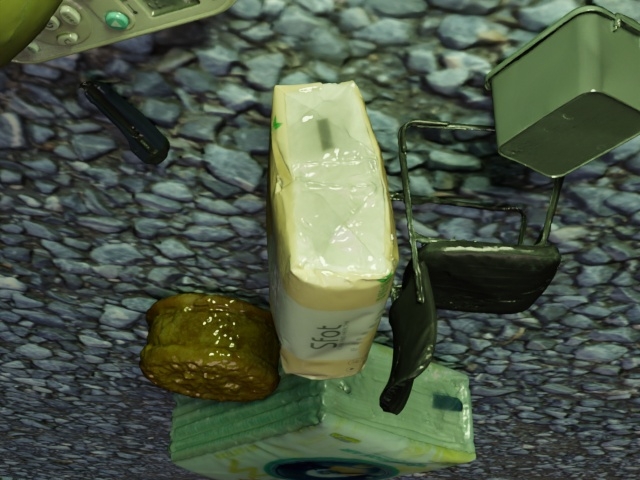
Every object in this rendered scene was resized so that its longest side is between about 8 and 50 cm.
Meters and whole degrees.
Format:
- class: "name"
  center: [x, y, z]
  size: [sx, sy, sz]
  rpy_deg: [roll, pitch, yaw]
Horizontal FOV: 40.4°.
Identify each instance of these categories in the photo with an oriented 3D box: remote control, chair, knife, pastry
- class: "remote control"
  center: [-0.151, -0.169, 0.582]
  size: [0.221, 0.042, 0.078]
  rpy_deg: [-9, 149, 24]
- class: "chair"
  center: [0.123, 0.031, 0.729]
  size: [0.145, 0.221, 0.140]
  rpy_deg: [5, 153, -1]
- class: "knife"
  center: [-0.167, -0.102, 0.744]
  size: [0.031, 0.018, 0.121]
  rpy_deg: [-9, 149, 22]
- class: "pastry"
  center: [-0.143, 0.142, 1.130]
  size: [0.189, 0.103, 0.188]
  rpy_deg: [5, 153, 2]

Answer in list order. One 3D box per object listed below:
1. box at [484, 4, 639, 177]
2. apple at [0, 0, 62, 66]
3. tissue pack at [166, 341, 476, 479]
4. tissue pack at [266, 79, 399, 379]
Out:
- class: "box"
  center: [0.180, -0.102, 0.626]
  size: [0.084, 0.069, 0.122]
  rpy_deg: [20, 150, -24]
- class: "apple"
  center: [-0.222, -0.184, 0.340]
  size: [0.279, 0.279, 0.279]
  rpy_deg: [4, 153, 2]
- class: "tissue pack"
  center: [-0.009, 0.268, 1.295]
  size: [0.287, 0.162, 0.388]
  rpy_deg: [22, 148, -32]
- class: "tissue pack"
  center: [0.000, 0.000, 0.733]
  size: [0.090, 0.186, 0.222]
  rpy_deg: [-4, 154, -8]
